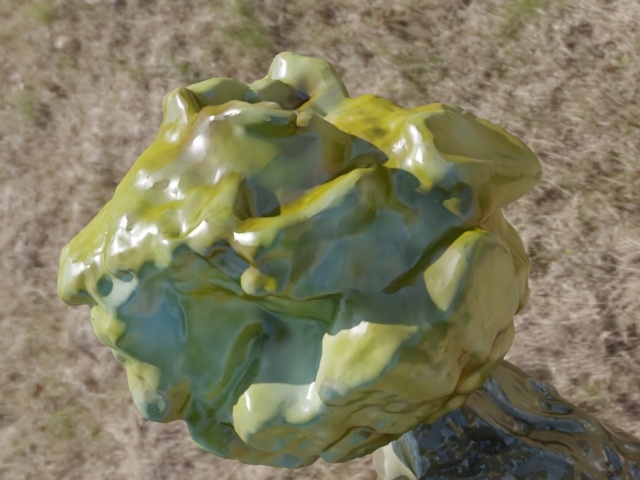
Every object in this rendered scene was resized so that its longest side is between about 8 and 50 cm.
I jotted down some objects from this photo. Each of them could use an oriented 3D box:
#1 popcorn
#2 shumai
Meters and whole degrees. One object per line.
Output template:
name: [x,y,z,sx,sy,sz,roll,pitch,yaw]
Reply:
popcorn: [-0.005,0.011,0.779,0.334,0.292,0.294,30,118,12]
shumai: [0.165,0.186,0.911,0.314,0.267,0.263,-18,72,24]
